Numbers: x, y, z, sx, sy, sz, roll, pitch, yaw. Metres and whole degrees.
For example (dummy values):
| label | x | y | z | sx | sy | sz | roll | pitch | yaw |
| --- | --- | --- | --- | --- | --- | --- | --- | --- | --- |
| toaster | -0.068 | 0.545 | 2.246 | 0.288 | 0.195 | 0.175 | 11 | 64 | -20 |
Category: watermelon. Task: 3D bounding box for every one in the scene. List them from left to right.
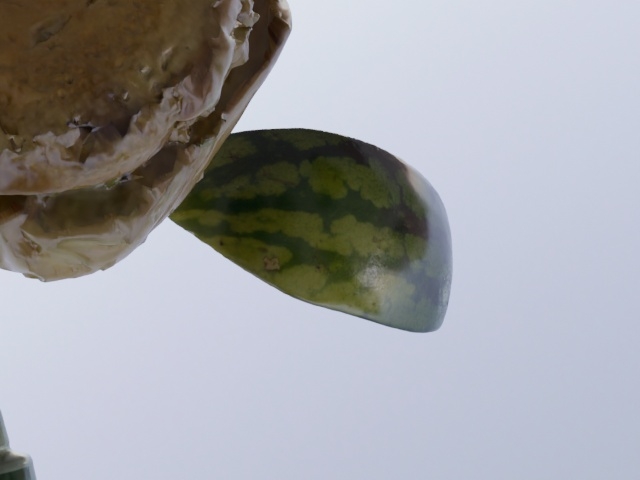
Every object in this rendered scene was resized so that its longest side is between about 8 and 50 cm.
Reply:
| label | x | y | z | sx | sy | sz | roll | pitch | yaw |
| --- | --- | --- | --- | --- | --- | --- | --- | --- | --- |
| watermelon | 0.015 | -0.021 | 1.162 | 0.303 | 0.128 | 0.159 | 20 | -172 | -32 |

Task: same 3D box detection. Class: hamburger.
| label | x | y | z | sx | sy | sz | roll | pitch | yaw |
| --- | --- | --- | --- | --- | --- | --- | --- | --- | --- |
| hamburger | -0.164 | -0.140 | 0.756 | 0.319 | 0.158 | 0.318 | 4 | -117 | -9 |

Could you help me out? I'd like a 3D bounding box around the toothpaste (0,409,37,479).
| label | x | y | z | sx | sy | sz | roll | pitch | yaw |
| --- | --- | --- | --- | --- | --- | --- | --- | --- | --- |
| toothpaste | -0.243 | 0.329 | 1.185 | 0.061 | 0.392 | 0.099 | -11 | 179 | -17 |
